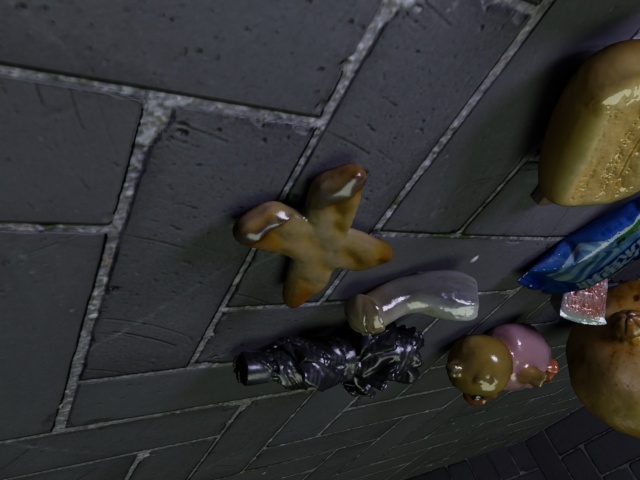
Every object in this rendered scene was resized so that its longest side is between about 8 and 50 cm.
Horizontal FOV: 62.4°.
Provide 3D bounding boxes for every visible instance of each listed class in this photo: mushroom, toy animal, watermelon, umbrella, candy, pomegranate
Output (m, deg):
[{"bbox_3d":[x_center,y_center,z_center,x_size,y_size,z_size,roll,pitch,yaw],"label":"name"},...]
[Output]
[{"bbox_3d":[0.146,0.097,0.844,0.223,0.092,0.081,-4,159,-16],"label":"mushroom"},{"bbox_3d":[0.401,0.279,1.205,0.281,0.195,0.169,-11,105,-27],"label":"toy animal"},{"bbox_3d":[0.555,0.111,1.116,0.097,0.121,0.158,8,135,-8],"label":"watermelon"},{"bbox_3d":[0.032,0.201,0.886,0.336,0.128,0.154,7,138,-35],"label":"umbrella"},{"bbox_3d":[0.538,0.005,0.981,0.331,0.077,0.187,-40,142,26],"label":"candy"},{"bbox_3d":[0.774,0.272,1.260,0.410,0.410,0.410,-17,146,-12],"label":"pomegranate"}]

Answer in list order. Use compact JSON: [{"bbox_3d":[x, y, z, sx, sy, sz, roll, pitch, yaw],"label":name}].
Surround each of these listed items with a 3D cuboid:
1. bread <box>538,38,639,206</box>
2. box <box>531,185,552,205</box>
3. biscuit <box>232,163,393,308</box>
[{"bbox_3d":[0.340,-0.135,0.627,0.147,0.098,0.217,-4,145,0],"label":"bread"},{"bbox_3d":[0.355,-0.096,0.764,0.048,0.025,0.115,-7,144,-22],"label":"box"},{"bbox_3d":[-0.001,0.000,0.648,0.164,0.047,0.208,-25,147,2],"label":"biscuit"}]
